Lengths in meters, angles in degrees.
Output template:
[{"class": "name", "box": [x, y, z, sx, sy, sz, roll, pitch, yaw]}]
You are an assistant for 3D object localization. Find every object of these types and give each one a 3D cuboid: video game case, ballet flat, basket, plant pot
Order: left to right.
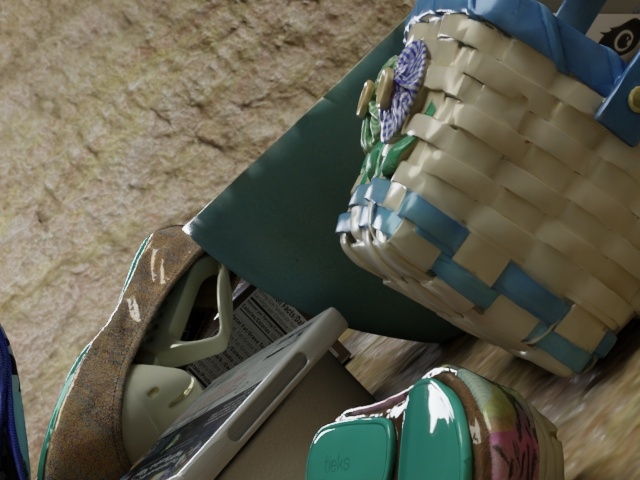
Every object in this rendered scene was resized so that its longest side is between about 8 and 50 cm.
[{"class": "ballet flat", "box": [-0.137, 0.101, 1.158, 0.106, 0.107, 0.316, 1, 47, 19]}, {"class": "video game case", "box": [-0.079, 0.133, 0.955, 0.173, 0.022, 0.190, -46, 7, -37]}, {"class": "plant pot", "box": [0.068, -0.038, 1.028, 0.290, 0.195, 0.290, -43, 4, 4]}, {"class": "ballet flat", "box": [0.058, 0.100, 0.611, 0.221, 0.079, 0.077, 144, 134, -69]}, {"class": "basket", "box": [0.142, -0.082, 0.753, 0.289, 0.201, 0.255, -53, 5, -5]}]

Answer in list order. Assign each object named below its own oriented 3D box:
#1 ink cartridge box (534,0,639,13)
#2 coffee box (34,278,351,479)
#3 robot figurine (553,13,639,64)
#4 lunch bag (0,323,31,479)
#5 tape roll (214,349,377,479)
[{"class": "ink cartridge box", "box": [0.245, -0.263, 0.941, 0.278, 0.117, 0.201, -5, -36, -30]}, {"class": "coffee box", "box": [-0.128, 0.171, 1.307, 0.297, 0.119, 0.168, -45, 5, -15]}, {"class": "robot figurine", "box": [0.221, -0.203, 1.431, 0.278, 0.173, 0.209, -40, 36, 42]}, {"class": "lunch bag", "box": [-0.367, 0.259, 1.167, 0.328, 0.239, 0.385, 118, 173, -63]}, {"class": "tape roll", "box": [-0.120, 0.229, 1.017, 0.392, 0.072, 0.392, -43, 5, 5]}]
